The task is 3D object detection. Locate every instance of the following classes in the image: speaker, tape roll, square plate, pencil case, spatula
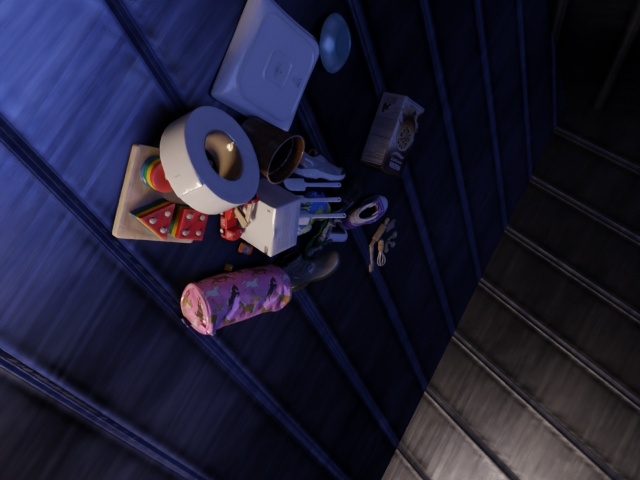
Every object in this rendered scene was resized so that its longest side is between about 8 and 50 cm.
[{"bbox_3d":[0.047,-0.021,2.140,0.136,0.055,0.055,2,106,-51],"label":"speaker"},{"bbox_3d":[-0.296,-0.217,1.469,0.286,0.100,0.285,33,48,-47],"label":"tape roll"},{"bbox_3d":[-0.143,-0.530,1.654,0.344,0.049,0.346,22,91,-52],"label":"square plate"},{"bbox_3d":[-0.267,0.187,1.779,0.386,0.160,0.167,-14,127,-48],"label":"pencil case"},{"bbox_3d":[-0.018,-0.140,1.921,0.242,0.019,0.168,-2,76,-33],"label":"spatula"}]

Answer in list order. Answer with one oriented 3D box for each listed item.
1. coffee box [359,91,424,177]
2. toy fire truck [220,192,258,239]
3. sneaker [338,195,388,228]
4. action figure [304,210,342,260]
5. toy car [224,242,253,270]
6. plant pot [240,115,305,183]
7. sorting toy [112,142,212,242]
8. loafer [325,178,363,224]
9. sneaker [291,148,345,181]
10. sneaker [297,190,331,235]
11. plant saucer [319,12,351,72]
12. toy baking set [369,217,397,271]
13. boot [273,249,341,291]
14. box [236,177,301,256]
[{"bbox_3d":[0.291,-0.425,2.179,0.168,0.119,0.296,11,99,-53],"label":"coffee box"},{"bbox_3d":[-0.255,-0.081,1.673,0.047,0.135,0.191,-21,123,-44],"label":"toy fire truck"},{"bbox_3d":[0.217,-0.123,2.193,0.282,0.161,0.102,-31,97,-39],"label":"sneaker"},{"bbox_3d":[0.000,0.000,2.031,0.137,0.063,0.232,-33,162,-49],"label":"action figure"},{"bbox_3d":[-0.267,0.063,1.811,0.122,0.041,0.060,-58,142,-13],"label":"toy car"},{"bbox_3d":[-0.162,-0.285,1.635,0.167,0.165,0.167,-44,157,-24],"label":"plant pot"},{"bbox_3d":[-0.416,-0.115,1.498,0.256,0.090,0.256,6,104,-52],"label":"sorting toy"},{"bbox_3d":[0.090,-0.159,2.104,0.223,0.076,0.078,-52,148,-13],"label":"loafer"},{"bbox_3d":[0.002,-0.269,1.927,0.272,0.100,0.107,-1,101,-52],"label":"sneaker"},{"bbox_3d":[-0.059,-0.108,1.956,0.240,0.091,0.126,-35,121,-45],"label":"sneaker"},{"bbox_3d":[0.062,-0.665,1.816,0.195,0.038,0.194,-36,133,-51],"label":"plant saucer"},{"bbox_3d":[0.288,0.020,2.476,0.256,0.030,0.196,-54,141,-17],"label":"toy baking set"},{"bbox_3d":[-0.050,0.089,1.988,0.247,0.083,0.161,-31,140,3],"label":"boot"},{"bbox_3d":[-0.171,-0.077,1.724,0.119,0.182,0.180,-26,136,-42],"label":"box"}]
